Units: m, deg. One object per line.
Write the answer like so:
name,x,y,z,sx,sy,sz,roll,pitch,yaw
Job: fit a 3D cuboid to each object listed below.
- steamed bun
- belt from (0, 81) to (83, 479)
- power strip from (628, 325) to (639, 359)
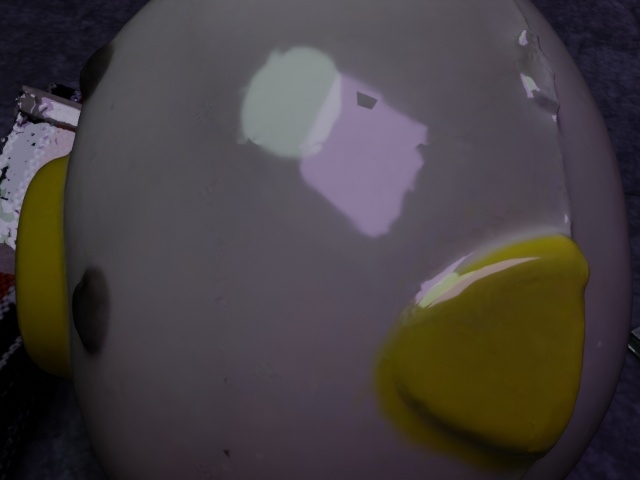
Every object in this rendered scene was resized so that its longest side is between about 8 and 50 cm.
steamed bun,0.006,0.001,0.526,0.334,0.334,0.374,-2,59,-13
belt,-0.208,0.029,0.624,0.094,0.126,0.359,18,47,-6
power strip,0.305,0.072,0.742,0.136,0.019,0.051,-21,49,-30
